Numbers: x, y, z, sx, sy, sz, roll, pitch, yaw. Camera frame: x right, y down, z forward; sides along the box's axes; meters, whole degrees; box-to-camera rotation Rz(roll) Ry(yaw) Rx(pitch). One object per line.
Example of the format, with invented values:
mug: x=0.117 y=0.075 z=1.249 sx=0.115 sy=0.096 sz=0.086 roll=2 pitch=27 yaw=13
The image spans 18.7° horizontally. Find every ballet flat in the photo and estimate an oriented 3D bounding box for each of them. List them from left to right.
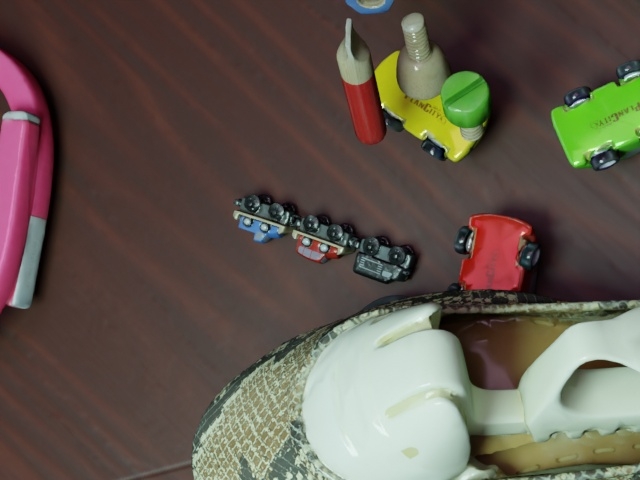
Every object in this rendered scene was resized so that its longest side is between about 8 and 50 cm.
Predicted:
ballet flat: x=0.146 y=0.095 z=1.274 sx=0.482 sy=0.182 sz=0.164 roll=-6 pitch=71 yaw=1

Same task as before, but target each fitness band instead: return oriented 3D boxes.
fitness band: x=-0.327 y=-0.031 z=1.604 sx=0.209 sy=0.054 sz=0.291 roll=5 pitch=82 yaw=23

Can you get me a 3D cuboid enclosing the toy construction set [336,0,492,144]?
toy construction set: x=0.098 y=-0.241 z=1.342 sx=0.257 sy=0.237 sz=0.309 roll=21 pitch=70 yaw=18

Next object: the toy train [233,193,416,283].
toy train: x=0.000 y=0.000 z=1.505 sx=0.158 sy=0.027 sz=0.036 roll=20 pitch=101 yaw=23

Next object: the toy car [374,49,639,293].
toy car: x=0.168 y=-0.061 z=1.430 sx=0.225 sy=0.053 sz=0.239 roll=-25 pitch=75 yaw=17

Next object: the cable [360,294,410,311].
cable: x=0.049 y=0.116 z=1.436 sx=0.184 sy=0.047 sz=0.151 roll=-36 pitch=48 yaw=31
